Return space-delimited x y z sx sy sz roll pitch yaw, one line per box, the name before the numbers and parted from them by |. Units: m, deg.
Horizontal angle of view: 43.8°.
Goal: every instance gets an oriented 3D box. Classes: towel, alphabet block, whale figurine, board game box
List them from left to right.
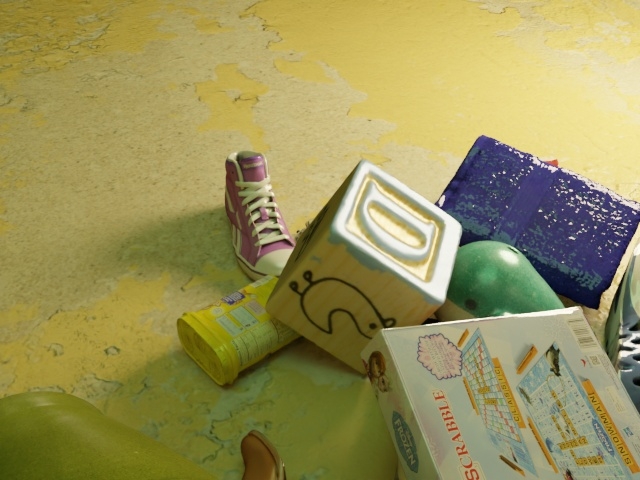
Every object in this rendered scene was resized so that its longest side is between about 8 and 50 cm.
alphabet block | 0.065 0.038 1.160 0.192 0.197 0.193 34 40 -5
whale figurine | 0.297 0.097 1.164 0.272 0.141 0.216 28 17 17
board game box | 0.242 0.238 0.920 0.317 0.066 0.319 -2 55 -28
towel | 0.350 -0.032 1.314 0.308 0.076 0.228 27 61 19

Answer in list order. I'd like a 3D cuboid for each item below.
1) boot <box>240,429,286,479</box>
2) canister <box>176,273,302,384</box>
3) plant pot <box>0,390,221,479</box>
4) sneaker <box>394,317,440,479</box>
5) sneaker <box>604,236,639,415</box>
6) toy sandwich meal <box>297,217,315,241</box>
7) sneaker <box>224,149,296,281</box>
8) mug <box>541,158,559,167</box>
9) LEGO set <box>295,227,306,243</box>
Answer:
boot | -0.106 0.324 0.955 0.152 0.073 0.197 -19 39 -15
canister | -0.111 0.129 1.200 0.170 0.073 0.126 -27 45 -31
plant pot | -0.239 0.326 0.766 0.366 0.367 0.353 -26 34 -29
sneaker | 0.157 0.196 1.056 0.122 0.146 0.331 1 37 4
sneaker | 0.509 0.151 1.137 0.182 0.127 0.316 14 47 12
toy sandwich meal | 0.000 0.000 1.378 0.085 0.029 0.086 4 56 -6
sneaker | -0.110 -0.052 1.362 0.102 0.161 0.282 -14 41 -19
mug | 0.339 -0.086 1.433 0.169 0.113 0.150 3 28 10
LEGO set | -0.018 -0.019 1.424 0.054 0.023 0.083 10 39 13
